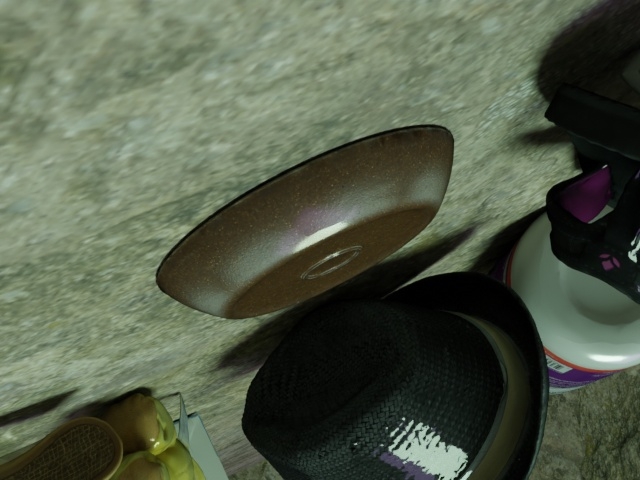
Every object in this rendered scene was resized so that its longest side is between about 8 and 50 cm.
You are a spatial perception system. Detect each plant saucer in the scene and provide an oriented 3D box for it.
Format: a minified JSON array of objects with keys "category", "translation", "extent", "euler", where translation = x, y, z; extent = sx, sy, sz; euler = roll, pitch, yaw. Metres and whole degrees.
[{"category":"plant saucer","translation":[0.000,0.000,0.573],"extent":[0.198,0.036,0.198],"euler":[-26,167,-6]}]

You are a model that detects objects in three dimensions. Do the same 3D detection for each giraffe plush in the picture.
[{"category":"giraffe plush","translation":[-0.206,0.235,0.876],"extent":[0.170,0.181,0.210],"euler":[-17,-158,1]}]

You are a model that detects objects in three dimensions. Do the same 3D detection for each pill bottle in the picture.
[{"category":"pill bottle","translation":[0.278,0.077,1.091],"extent":[0.181,0.182,0.323],"euler":[-25,167,-9]}]

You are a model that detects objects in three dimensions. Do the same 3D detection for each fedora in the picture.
[{"category":"fedora","translation":[0.040,0.149,0.882],"extent":[0.152,0.334,0.334],"euler":[30,130,-33]}]

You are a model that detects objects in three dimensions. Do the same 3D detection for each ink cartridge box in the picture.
[{"category":"ink cartridge box","translation":[-0.189,0.297,1.191],"extent":[0.061,0.104,0.181],"euler":[-16,164,-37]}]

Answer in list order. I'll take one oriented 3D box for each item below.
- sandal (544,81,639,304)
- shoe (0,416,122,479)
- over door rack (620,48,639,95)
[{"category":"sandal","translation":[0.237,-0.009,0.668],"extent":[0.107,0.167,0.445],"euler":[-64,161,6]},{"category":"shoe","translation":[-0.234,0.194,0.657],"extent":[0.219,0.077,0.058],"euler":[-22,163,-43]},{"category":"over door rack","translation":[0.375,-0.159,0.540],"extent":[0.239,0.108,0.324],"euler":[-14,162,-43]}]
